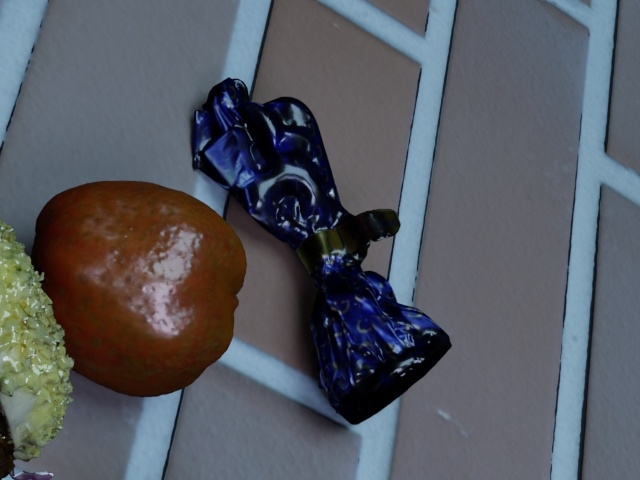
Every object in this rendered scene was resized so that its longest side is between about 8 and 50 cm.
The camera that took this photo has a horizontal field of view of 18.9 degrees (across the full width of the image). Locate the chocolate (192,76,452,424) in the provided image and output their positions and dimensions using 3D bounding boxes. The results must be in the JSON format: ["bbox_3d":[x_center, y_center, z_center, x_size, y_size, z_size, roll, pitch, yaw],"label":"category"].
[{"bbox_3d":[-0.002,-0.004,1.755,0.148,0.126,0.343,-26,73,-8],"label":"chocolate"}]

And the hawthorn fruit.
[{"bbox_3d":[-0.152,0.033,1.555,0.189,0.189,0.189,20,54,-30],"label":"hawthorn fruit"}]

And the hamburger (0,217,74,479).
[{"bbox_3d":[-0.264,0.072,1.395,0.138,0.261,0.243,-24,85,-20],"label":"hamburger"}]
